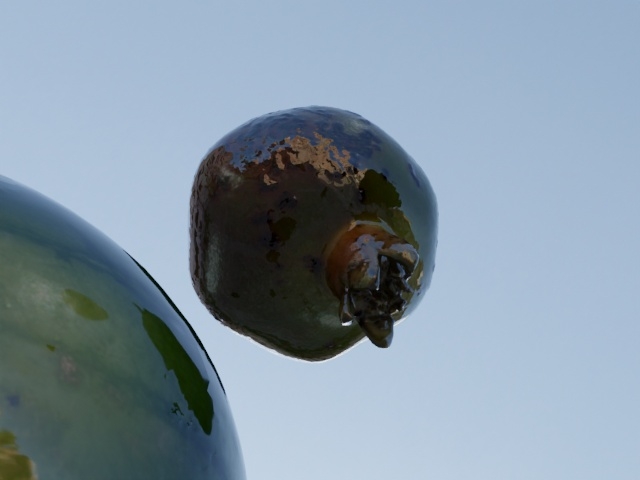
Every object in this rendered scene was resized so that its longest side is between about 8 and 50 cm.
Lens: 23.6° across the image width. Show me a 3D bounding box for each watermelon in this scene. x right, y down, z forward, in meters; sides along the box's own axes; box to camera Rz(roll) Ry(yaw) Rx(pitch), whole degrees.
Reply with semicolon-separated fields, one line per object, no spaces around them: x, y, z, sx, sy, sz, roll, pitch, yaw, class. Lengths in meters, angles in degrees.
-0.143;0.090;0.488;0.242;0.242;0.242;12;-58;20;watermelon

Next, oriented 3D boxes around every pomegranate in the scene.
-0.004;0.012;1.130;0.198;0.246;0.198;-5;-48;-5;pomegranate
